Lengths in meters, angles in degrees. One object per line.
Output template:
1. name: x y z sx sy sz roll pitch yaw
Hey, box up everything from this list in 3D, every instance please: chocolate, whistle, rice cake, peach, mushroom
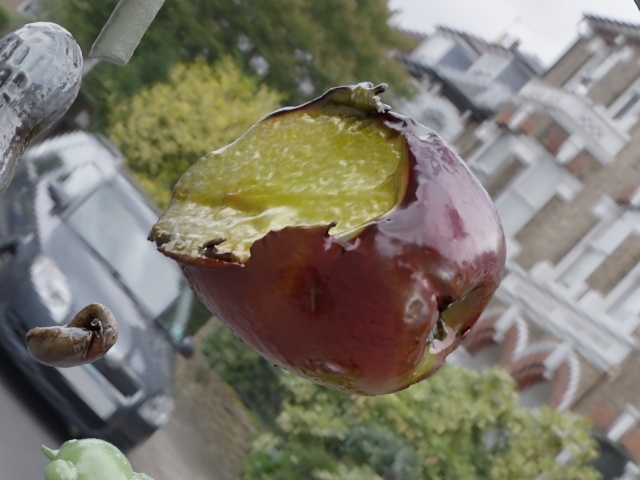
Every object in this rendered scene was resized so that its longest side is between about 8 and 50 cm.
1. chocolate: -0.333 -0.129 1.369 0.110 0.248 0.110 26 -21 11
2. whistle: -0.179 0.269 1.258 0.227 0.085 0.105 42 4 -6
3. rice cake: -0.239 -0.355 1.838 0.057 0.256 0.052 28 6 -36
4. peach: 0.000 0.000 1.592 0.416 0.339 0.353 34 -34 18
5. mushroom: -0.363 0.147 1.977 0.135 0.170 0.080 -16 83 -49

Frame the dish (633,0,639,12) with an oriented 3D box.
1. dish: 0.566 -0.420 2.154 0.212 0.151 0.077 67 -29 16
